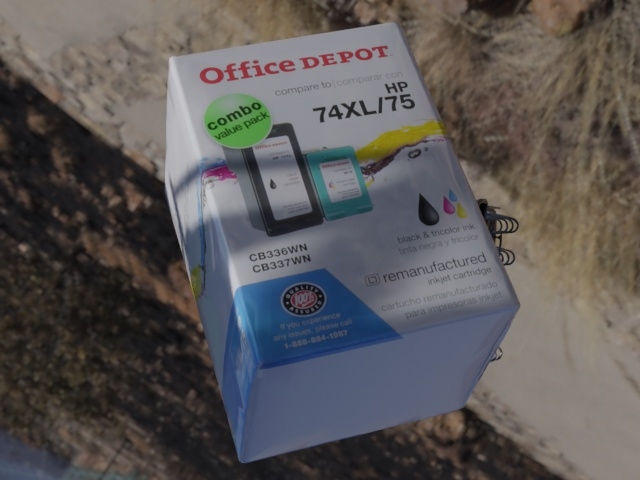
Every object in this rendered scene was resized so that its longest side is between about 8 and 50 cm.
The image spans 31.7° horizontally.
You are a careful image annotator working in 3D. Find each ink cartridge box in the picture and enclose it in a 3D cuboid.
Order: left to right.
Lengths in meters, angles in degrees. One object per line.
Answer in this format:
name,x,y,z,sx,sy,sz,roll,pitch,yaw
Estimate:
ink cartridge box,0.000,0.000,0.903,0.197,0.198,0.270,103,152,-58

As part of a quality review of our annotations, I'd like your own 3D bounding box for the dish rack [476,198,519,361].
dish rack,0.168,0.055,1.257,0.074,0.208,0.271,10,-175,25
